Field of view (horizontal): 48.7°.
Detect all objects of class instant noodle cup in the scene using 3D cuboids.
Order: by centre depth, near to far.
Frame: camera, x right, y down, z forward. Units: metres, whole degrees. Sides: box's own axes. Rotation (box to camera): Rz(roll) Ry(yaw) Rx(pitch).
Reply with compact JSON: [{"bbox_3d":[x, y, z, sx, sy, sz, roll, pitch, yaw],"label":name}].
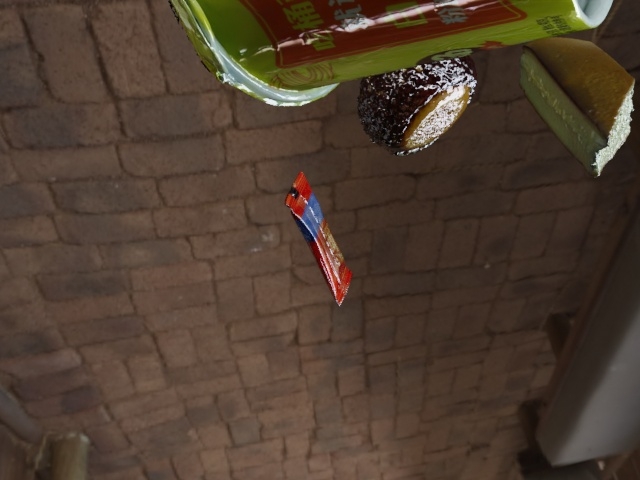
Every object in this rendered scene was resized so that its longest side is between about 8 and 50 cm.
[{"bbox_3d":[0.059,-0.240,0.446,0.221,0.311,0.311,4,152,33],"label":"instant noodle cup"}]

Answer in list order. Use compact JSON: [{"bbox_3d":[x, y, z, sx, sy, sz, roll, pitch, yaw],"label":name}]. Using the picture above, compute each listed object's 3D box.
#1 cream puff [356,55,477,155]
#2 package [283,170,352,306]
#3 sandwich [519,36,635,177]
[{"bbox_3d":[0.173,-0.277,1.309,0.239,0.165,0.239,-34,161,-13],"label":"cream puff"},{"bbox_3d":[0.000,0.000,1.045,0.022,0.083,0.200,-12,124,23],"label":"package"},{"bbox_3d":[0.343,-0.187,0.925,0.096,0.258,0.094,-18,133,1],"label":"sandwich"}]
